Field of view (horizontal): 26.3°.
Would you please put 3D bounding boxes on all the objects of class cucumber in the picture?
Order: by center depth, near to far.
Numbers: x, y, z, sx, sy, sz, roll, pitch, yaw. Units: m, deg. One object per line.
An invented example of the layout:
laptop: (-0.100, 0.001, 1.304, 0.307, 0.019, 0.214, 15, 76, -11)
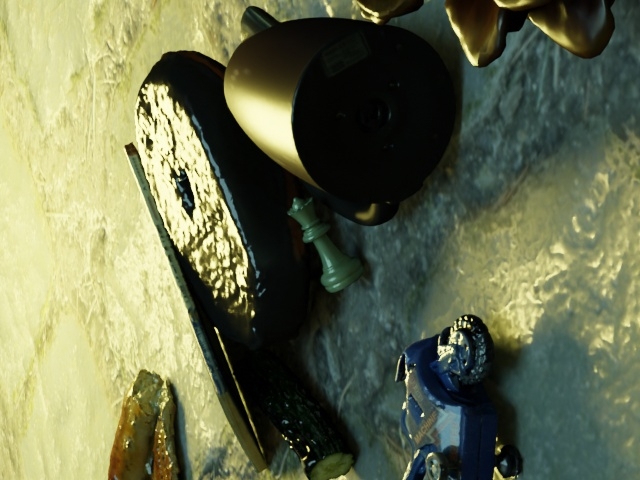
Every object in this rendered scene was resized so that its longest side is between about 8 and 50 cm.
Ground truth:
cucumber: (-0.029, 0.172, 1.380, 0.187, 0.058, 0.058, 45, 134, 49)

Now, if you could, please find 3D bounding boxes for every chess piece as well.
chess piece: (0.000, 0.000, 1.263, 0.093, 0.042, 0.042, 57, 155, -12)

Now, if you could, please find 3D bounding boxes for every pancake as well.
pancake: (-0.211, 0.327, 1.756, 0.244, 0.057, 0.266, 54, 139, 42)

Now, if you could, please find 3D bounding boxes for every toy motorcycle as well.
toy motorcycle: (0.101, 0.154, 1.113, 0.114, 0.076, 0.205, 22, 112, 61)

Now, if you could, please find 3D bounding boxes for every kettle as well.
kettle: (0.012, -0.107, 1.190, 0.202, 0.144, 0.232, 60, 168, -24)

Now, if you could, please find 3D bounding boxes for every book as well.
book: (-0.136, 0.075, 1.491, 0.228, 0.018, 0.322, 73, 175, -60)

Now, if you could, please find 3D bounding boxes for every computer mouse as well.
computer mouse: (-0.085, -0.046, 1.375, 0.323, 0.116, 0.183, 67, 152, 14)

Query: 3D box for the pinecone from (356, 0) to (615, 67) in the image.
pinecone: (0.070, -0.297, 0.773, 0.398, 0.398, 0.397, 21, 114, 59)
